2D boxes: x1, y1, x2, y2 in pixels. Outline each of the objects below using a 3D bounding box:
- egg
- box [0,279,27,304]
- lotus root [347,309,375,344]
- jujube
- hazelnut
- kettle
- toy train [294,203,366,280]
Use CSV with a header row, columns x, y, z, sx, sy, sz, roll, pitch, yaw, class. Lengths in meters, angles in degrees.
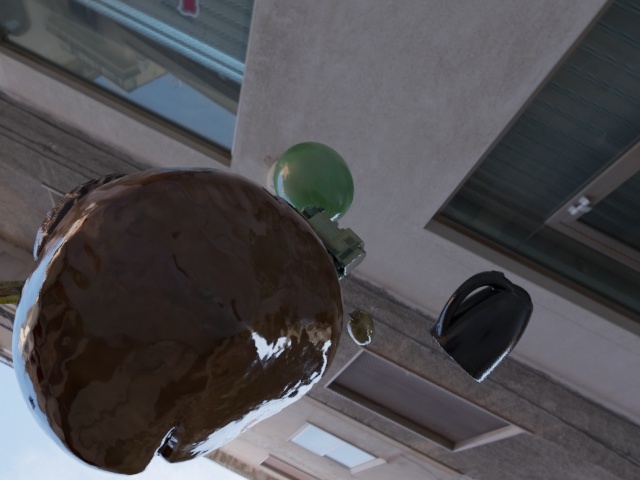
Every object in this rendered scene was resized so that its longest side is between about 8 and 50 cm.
x,y,z,sx,sy,sz,roll,pitch,yaw,class
-0.018,-0.161,1.151,0.220,0.220,0.269,-13,-126,-27,egg
-0.677,0.107,0.834,0.073,0.020,0.149,31,-164,38,box
0.111,0.234,1.079,0.073,0.150,0.062,-29,-138,-7,lotus root
-0.371,-0.022,0.706,0.183,0.183,0.243,21,-148,-5,jujube
-0.157,0.071,0.479,0.373,0.315,0.372,-5,-166,1,hazelnut
0.475,0.228,1.180,0.268,0.290,0.207,40,-171,-23,kettle
0.000,0.000,0.864,0.125,0.080,0.194,-38,-111,-13,toy train
